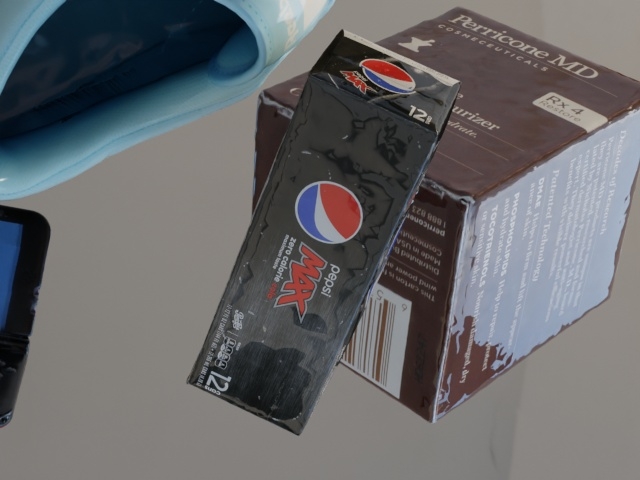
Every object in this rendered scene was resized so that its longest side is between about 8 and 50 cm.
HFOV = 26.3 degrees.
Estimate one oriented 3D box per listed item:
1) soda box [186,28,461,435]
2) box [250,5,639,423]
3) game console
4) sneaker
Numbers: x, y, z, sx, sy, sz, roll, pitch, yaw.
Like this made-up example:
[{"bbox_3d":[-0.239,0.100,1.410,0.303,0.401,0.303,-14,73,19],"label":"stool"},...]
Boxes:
[{"bbox_3d":[0.000,0.000,0.586,0.060,0.169,0.053,25,-147,3],"label":"soda box"},{"bbox_3d":[0.081,-0.025,0.884,0.168,0.167,0.203,29,-139,32],"label":"box"},{"bbox_3d":[-0.234,0.033,0.771,0.144,0.085,0.124,10,-158,-8],"label":"game console"},{"bbox_3d":[-0.023,-0.132,0.602,0.366,0.135,0.150,-37,-133,-4],"label":"sneaker"}]
